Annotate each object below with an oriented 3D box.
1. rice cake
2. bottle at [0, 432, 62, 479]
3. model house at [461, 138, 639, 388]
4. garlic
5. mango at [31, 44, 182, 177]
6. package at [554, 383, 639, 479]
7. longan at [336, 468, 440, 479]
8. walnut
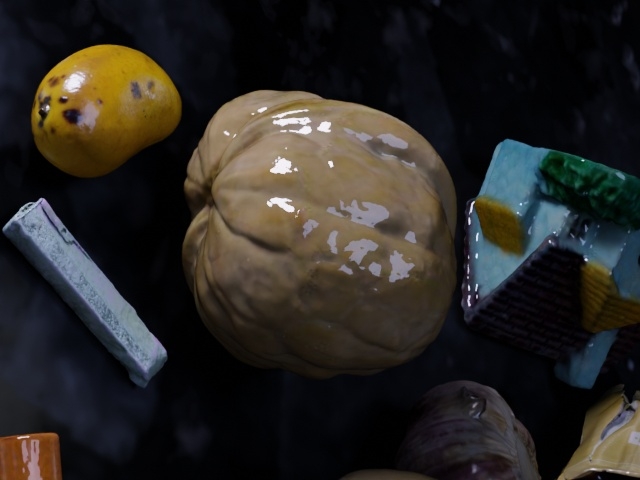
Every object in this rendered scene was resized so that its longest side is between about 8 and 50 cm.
[{"bbox_3d":[-0.215,0.050,1.529,0.211,0.034,0.043,52,52,-20],"label":"rice cake"},{"bbox_3d":[-0.253,0.261,1.411,0.069,0.069,0.187,3,78,-43],"label":"bottle"},{"bbox_3d":[0.301,0.043,1.923,0.280,0.230,0.248,20,90,-36],"label":"model house"},{"bbox_3d":[0.156,0.269,1.743,0.245,0.160,0.245,52,25,-37],"label":"garlic"},{"bbox_3d":[-0.203,-0.128,1.553,0.178,0.090,0.115,-37,114,-46],"label":"mango"},{"bbox_3d":[0.373,0.258,1.871,0.165,0.221,0.311,54,19,5],"label":"package"},{"bbox_3d":[0.062,0.371,1.521,0.319,0.319,0.319,14,69,-41],"label":"longan"},{"bbox_3d":[0.000,0.000,1.593,0.285,0.285,0.296,39,18,-29],"label":"walnut"}]
